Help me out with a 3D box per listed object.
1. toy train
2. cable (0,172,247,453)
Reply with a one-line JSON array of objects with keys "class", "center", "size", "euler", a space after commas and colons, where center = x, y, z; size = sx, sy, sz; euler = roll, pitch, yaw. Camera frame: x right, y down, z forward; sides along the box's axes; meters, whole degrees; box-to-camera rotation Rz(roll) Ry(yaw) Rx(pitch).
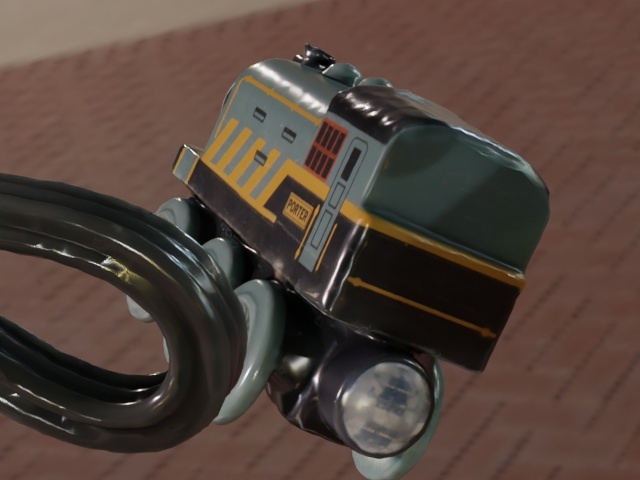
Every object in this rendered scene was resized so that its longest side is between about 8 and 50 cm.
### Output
[{"class": "toy train", "center": [0.000, 0.000, 1.014], "size": [0.142, 0.190, 0.334], "euler": [23, 7, -22]}, {"class": "cable", "center": [-0.159, -0.020, 0.501], "size": [0.287, 0.139, 0.072], "euler": [4, 17, 5]}]
